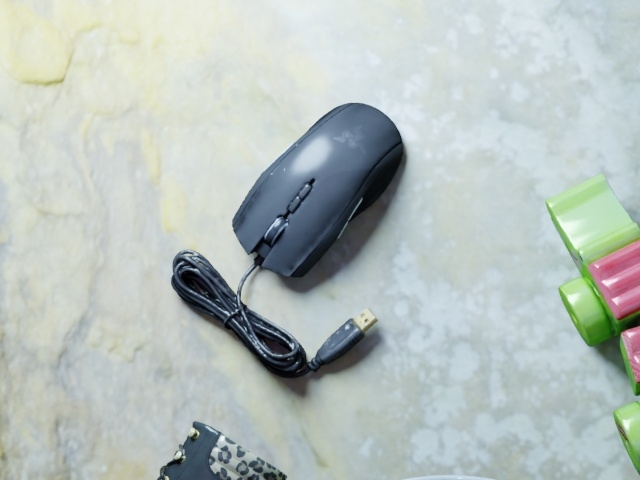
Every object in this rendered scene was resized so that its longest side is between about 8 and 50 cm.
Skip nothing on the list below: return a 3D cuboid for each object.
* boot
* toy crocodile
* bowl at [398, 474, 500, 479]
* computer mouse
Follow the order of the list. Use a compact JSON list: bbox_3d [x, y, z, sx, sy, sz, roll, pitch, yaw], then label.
[{"bbox_3d":[-0.164,0.237,1.659,0.236,0.085,0.178,29,80,3],"label":"boot"},{"bbox_3d":[0.299,0.094,1.630,0.115,0.105,0.340,-22,71,1],"label":"toy crocodile"},{"bbox_3d":[0.105,0.364,1.534,0.312,0.163,0.311,-7,39,6],"label":"bowl"},{"bbox_3d":[0.000,0.000,1.703,0.262,0.060,0.184,-44,78,-4],"label":"computer mouse"}]
